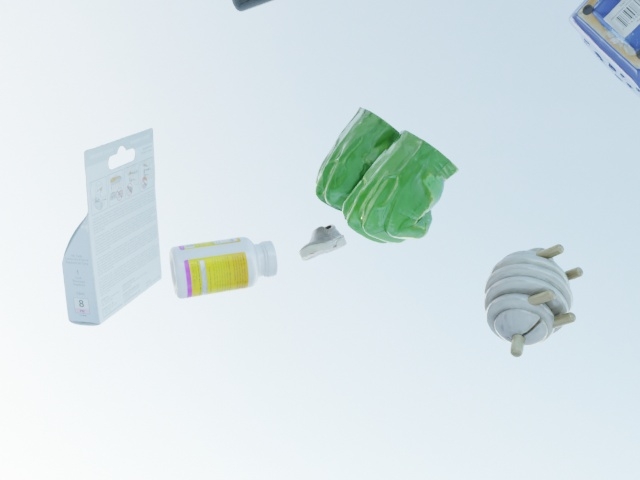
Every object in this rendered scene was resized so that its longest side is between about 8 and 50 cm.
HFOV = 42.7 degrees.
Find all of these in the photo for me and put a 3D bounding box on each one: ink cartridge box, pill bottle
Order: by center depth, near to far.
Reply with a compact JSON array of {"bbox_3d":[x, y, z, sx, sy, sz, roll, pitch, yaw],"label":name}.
[{"bbox_3d":[-0.079,0.021,0.668,0.083,0.043,0.043,-8,-27,-16],"label":"pill bottle"},{"bbox_3d":[-0.286,-0.025,1.121,0.066,0.189,0.232,1,-73,16],"label":"ink cartridge box"}]

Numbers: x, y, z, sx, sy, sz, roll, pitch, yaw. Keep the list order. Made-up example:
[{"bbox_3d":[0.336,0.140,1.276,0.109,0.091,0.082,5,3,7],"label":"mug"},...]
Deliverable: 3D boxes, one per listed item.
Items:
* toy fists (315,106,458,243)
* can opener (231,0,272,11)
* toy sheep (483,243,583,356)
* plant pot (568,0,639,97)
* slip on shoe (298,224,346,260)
[{"bbox_3d":[0.078,-0.080,1.102,0.096,0.142,0.279,36,5,-29],"label":"toy fists"},{"bbox_3d":[-0.037,-0.506,1.519,0.280,0.074,0.093,-21,-74,10],"label":"can opener"},{"bbox_3d":[0.196,0.055,0.772,0.091,0.132,0.091,15,-45,16],"label":"toy sheep"},{"bbox_3d":[0.592,-0.382,1.431,0.236,0.236,0.212,-48,-30,24],"label":"plant pot"},{"bbox_3d":[0.000,0.000,1.250,0.051,0.135,0.041,-25,-93,26],"label":"slip on shoe"}]
